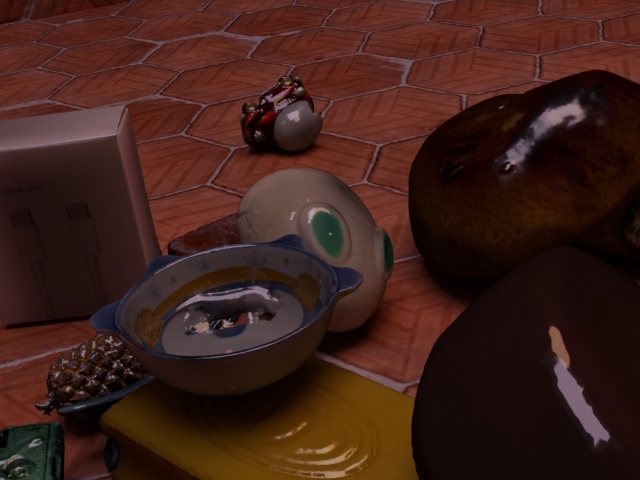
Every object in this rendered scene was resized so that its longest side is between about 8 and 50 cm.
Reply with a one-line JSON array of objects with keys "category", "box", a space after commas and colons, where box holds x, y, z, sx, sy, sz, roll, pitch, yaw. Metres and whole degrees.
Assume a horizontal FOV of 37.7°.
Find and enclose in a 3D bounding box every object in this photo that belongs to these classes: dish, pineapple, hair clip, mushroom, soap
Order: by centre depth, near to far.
[{"category": "soap", "box": [-0.027, 0.196, 0.854, 0.324, 0.096, 0.204, 17, 37, 37]}, {"category": "dish", "box": [-0.078, 0.081, 0.887, 0.236, 0.086, 0.228, 2, 29, 19]}, {"category": "hair clip", "box": [-0.144, 0.114, 0.985, 0.275, 0.083, 0.048, -44, 8, -28]}, {"category": "pineapple", "box": [-0.208, 0.132, 1.026, 0.221, 0.103, 0.083, -29, 57, -29]}, {"category": "mushroom", "box": [0.275, -0.055, 1.177, 0.345, 0.259, 0.345, -31, 15, 9]}]

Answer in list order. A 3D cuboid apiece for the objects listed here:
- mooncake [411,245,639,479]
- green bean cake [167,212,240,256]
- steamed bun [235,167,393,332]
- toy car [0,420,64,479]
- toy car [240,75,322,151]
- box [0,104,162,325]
[{"category": "mooncake", "box": [0.216, 0.163, 0.707, 0.334, 0.174, 0.326, 19, 34, -43]}, {"category": "green bean cake", "box": [-0.117, 0.022, 1.237, 0.136, 0.056, 0.135, -26, 33, -31]}, {"category": "steamed bun", "box": [0.000, 0.000, 1.110, 0.177, 0.130, 0.228, 22, 29, -37]}, {"category": "toy car", "box": [-0.390, 0.250, 0.837, 0.321, 0.097, 0.141, -10, 29, -7]}, {"category": "toy car", "box": [-0.057, -0.198, 1.595, 0.139, 0.112, 0.112, -32, 52, -21]}, {"category": "box", "box": [-0.320, -0.029, 1.172, 0.203, 0.251, 0.106, -6, 29, 1]}]
